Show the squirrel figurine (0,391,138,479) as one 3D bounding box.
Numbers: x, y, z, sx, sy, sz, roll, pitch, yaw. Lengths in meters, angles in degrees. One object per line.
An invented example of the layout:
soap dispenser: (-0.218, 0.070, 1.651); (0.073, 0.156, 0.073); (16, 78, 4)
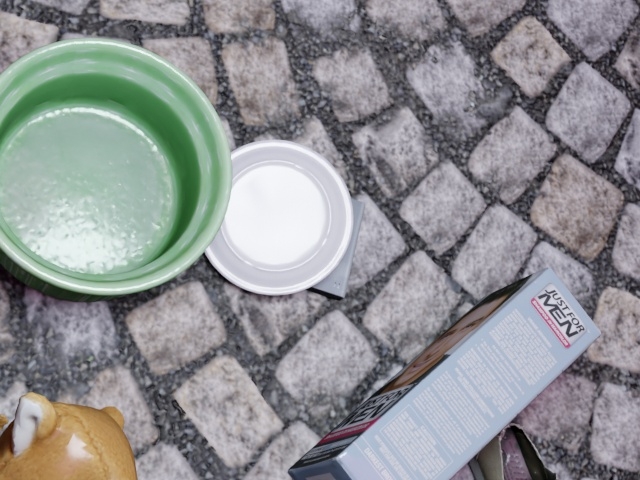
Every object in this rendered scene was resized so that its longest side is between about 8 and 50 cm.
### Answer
squirrel figurine: (-0.372, 0.266, 1.188); (0.370, 0.281, 0.397); (-46, 65, 6)

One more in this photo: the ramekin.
ramekin: (-0.268, -0.071, 1.419); (0.303, 0.148, 0.303); (5, 74, -19)

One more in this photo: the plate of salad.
plate of salad: (-0.058, -0.029, 1.527); (0.199, 0.048, 0.200); (1, 82, -5)

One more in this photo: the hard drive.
hard drive: (0.000, 0.000, 1.570); (0.094, 0.022, 0.135); (18, 70, -15)

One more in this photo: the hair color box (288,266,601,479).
hair color box: (0.153, 0.200, 1.486); (0.374, 0.185, 0.114); (-38, 90, -25)

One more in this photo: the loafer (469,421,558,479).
loafer: (0.263, 0.340, 1.544); (0.094, 0.087, 0.251); (-25, 86, -24)
